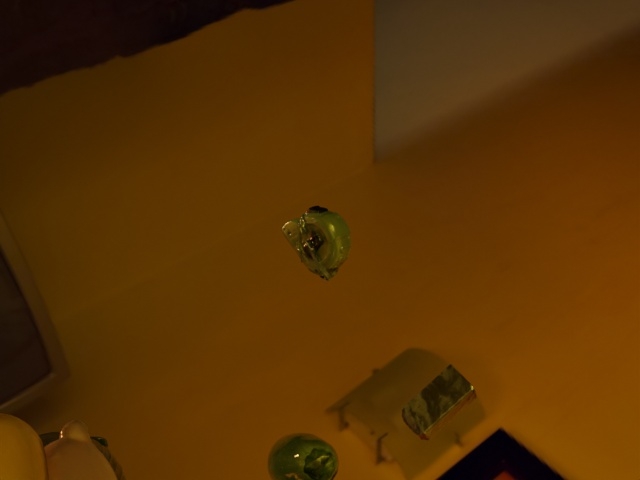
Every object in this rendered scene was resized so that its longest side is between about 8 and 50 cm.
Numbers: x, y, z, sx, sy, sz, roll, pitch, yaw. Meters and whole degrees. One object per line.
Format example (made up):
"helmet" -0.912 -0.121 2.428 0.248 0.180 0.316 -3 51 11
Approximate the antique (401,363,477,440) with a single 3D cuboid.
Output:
"antique" 0.291 0.409 1.896 0.088 0.183 0.086 46 -7 30

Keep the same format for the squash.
"squash" -0.032 0.313 1.075 0.082 0.082 0.292 57 -16 9

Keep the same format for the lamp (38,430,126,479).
"lamp" -0.463 0.482 1.351 0.250 0.250 0.284 16 -67 53

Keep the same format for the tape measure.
"tape measure" 0.000 0.000 1.813 0.177 0.087 0.154 55 -51 14

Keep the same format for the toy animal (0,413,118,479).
"toy animal" -0.434 0.377 1.008 0.278 0.246 0.345 64 11 -7
